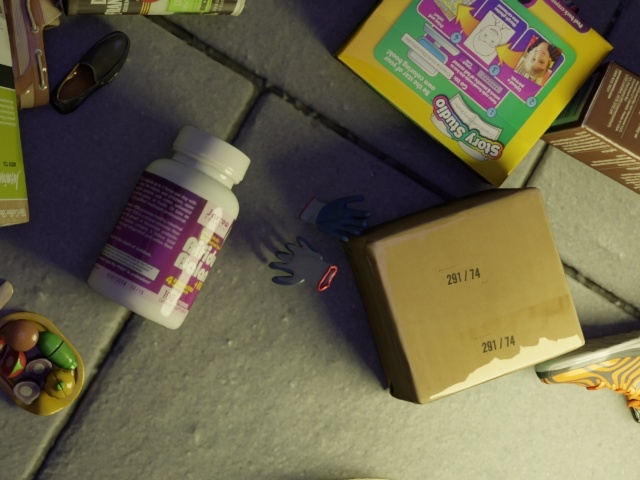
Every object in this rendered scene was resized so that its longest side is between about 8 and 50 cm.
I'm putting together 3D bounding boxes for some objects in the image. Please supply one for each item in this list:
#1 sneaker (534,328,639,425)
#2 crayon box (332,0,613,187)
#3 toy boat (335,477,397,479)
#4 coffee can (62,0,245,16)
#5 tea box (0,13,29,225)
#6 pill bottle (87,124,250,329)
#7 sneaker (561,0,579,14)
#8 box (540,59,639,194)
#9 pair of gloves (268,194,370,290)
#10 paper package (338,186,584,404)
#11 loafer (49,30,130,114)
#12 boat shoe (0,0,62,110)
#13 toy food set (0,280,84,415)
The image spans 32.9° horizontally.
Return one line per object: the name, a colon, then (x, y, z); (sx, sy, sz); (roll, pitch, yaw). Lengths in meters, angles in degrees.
sneaker: (0.548, 0.263, 1.960); (0.321, 0.124, 0.180); (-9, 92, -14)
crayon box: (0.258, -0.323, 1.861); (0.363, 0.106, 0.313); (38, 96, -10)
toy boat: (0.094, 0.565, 1.834); (0.267, 0.148, 0.318); (5, 89, -14)
coffee can: (-0.266, -0.455, 1.704); (0.275, 0.201, 0.202); (-4, 91, -17)
tea box: (-0.629, -0.162, 1.559); (0.328, 0.220, 0.324); (-5, 91, 9)
pill bottle: (-0.233, -0.024, 1.737); (0.169, 0.169, 0.302); (28, 84, -13)
sneaker: (0.383, -0.400, 1.958); (0.161, 0.057, 0.075); (-31, 75, -7)
box: (0.602, -0.165, 1.938); (0.381, 0.191, 0.143); (29, 84, -13)
pair of gloves: (0.000, 0.000, 1.811); (0.198, 0.159, 0.023); (-55, 130, -13)
paper package: (0.241, 0.090, 1.860); (0.324, 0.168, 0.310); (-19, 96, -14)
loafer: (-0.369, -0.273, 1.756); (0.062, 0.061, 0.170); (40, 80, -10)
boat shoe: (-0.470, -0.363, 1.710); (0.116, 0.123, 0.325); (2, 96, -21)
toy food set: (-0.470, 0.184, 1.728); (0.128, 0.071, 0.218); (-43, 100, -10)
